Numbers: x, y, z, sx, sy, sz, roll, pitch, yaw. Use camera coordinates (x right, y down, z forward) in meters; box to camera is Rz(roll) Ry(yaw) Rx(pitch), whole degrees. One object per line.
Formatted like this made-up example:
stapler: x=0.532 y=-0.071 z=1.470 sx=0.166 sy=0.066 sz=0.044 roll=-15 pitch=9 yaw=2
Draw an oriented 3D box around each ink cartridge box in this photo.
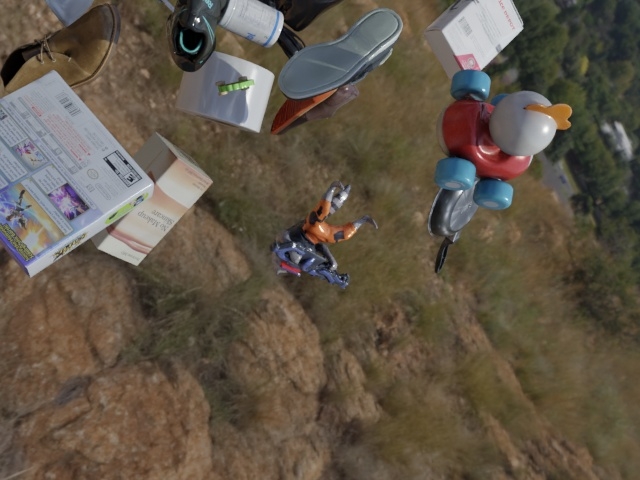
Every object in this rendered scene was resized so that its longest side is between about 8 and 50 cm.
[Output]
ink cartridge box: x=0.390 y=-0.537 z=1.628 sx=0.218 sy=0.092 sz=0.159 roll=-44 pitch=117 yaw=-10

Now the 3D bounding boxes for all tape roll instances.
tape roll: x=-0.267 y=-0.413 z=1.780 sx=0.246 sy=0.246 sz=0.169 roll=11 pitch=97 yaw=-52

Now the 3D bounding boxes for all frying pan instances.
frying pan: x=0.298 y=-0.034 z=1.487 sx=0.053 sy=0.326 sz=0.197 roll=33 pitch=29 yaw=31

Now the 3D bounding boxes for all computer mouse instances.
computer mouse: x=-0.034 y=-0.522 z=1.378 sx=0.189 sy=0.272 sz=0.072 roll=56 pitch=40 yaw=-1

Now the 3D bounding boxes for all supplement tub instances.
supplement tub: x=-0.127 y=-0.399 z=1.151 sx=0.107 sy=0.071 sz=0.071 roll=17 pitch=54 yaw=-28

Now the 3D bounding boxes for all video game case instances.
video game case: x=-0.457 y=-0.115 z=1.052 sx=0.244 sy=0.061 sz=0.269 roll=-39 pitch=84 yaw=-28

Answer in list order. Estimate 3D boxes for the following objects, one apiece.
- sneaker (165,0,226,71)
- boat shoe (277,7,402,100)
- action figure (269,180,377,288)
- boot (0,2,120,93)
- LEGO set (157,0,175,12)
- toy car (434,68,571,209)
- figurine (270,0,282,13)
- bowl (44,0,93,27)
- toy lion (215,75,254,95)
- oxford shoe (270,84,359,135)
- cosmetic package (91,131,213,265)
sneaker: x=-0.240 y=-0.368 z=1.155 sx=0.101 sy=0.267 sz=0.106 roll=18 pitch=72 yaw=-11
boat shoe: x=0.044 y=-0.362 z=1.316 sx=0.302 sy=0.091 sz=0.114 roll=-32 pitch=75 yaw=-15
action figure: x=0.000 y=0.000 z=1.899 sx=0.341 sy=0.330 sz=0.179 roll=40 pitch=20 yaw=-48
boot: x=-0.512 y=-0.363 z=1.256 sx=0.115 sy=0.305 sz=0.112 roll=5 pitch=61 yaw=-56
LEGO set: x=-0.400 y=-0.616 z=1.465 sx=0.182 sy=0.060 sz=0.244 roll=45 pitch=4 yaw=-8
toy car: x=0.352 y=-0.193 z=1.146 sx=0.210 sy=0.238 sz=0.219 roll=21 pitch=76 yaw=-32
figurine: x=-0.134 y=-0.785 z=1.969 sx=0.209 sy=0.214 sz=0.093 roll=11 pitch=60 yaw=-69
bowl: x=-0.544 y=-0.589 z=1.292 sx=0.298 sy=0.134 sz=0.298 roll=55 pitch=-5 yaw=8
toy lion: x=-0.202 y=-0.373 z=1.539 sx=0.100 sy=0.096 sz=0.034 roll=-21 pitch=109 yaw=-28
oxford shoe: x=-0.021 y=-0.322 z=1.596 sx=0.098 sy=0.271 sz=0.097 roll=30 pitch=52 yaw=-32
cosmetic package: x=-0.434 y=-0.100 z=1.595 sx=0.129 sy=0.296 sz=0.153 roll=47 pitch=7 yaw=33
